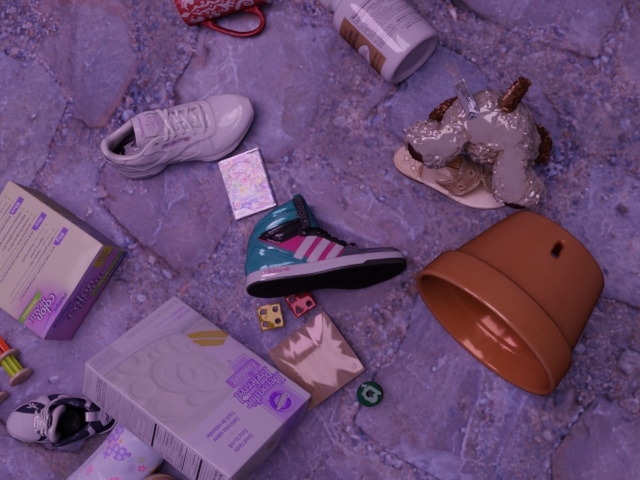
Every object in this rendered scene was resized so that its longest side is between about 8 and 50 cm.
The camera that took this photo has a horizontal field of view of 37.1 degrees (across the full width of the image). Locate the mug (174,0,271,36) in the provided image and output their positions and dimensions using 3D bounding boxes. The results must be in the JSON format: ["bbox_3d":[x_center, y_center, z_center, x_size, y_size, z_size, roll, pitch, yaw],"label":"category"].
[{"bbox_3d":[-0.190,-0.470,1.854,0.169,0.113,0.150,-16,78,13],"label":"mug"}]

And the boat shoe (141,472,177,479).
[{"bbox_3d":[-0.266,0.594,1.719,0.122,0.110,0.341,-7,87,-25],"label":"boat shoe"}]

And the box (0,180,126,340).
[{"bbox_3d":[-0.546,0.041,1.861,0.243,0.117,0.213,32,90,14],"label":"box"}]

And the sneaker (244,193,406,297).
[{"bbox_3d":[0.000,0.000,1.755,0.296,0.123,0.178,-6,64,-10],"label":"sneaker"}]

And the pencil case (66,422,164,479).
[{"bbox_3d":[-0.359,0.398,1.778,0.124,0.113,0.273,36,93,-13],"label":"pencil case"}]

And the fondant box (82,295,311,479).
[{"bbox_3d":[-0.219,0.273,1.696,0.330,0.238,0.096,34,134,16],"label":"fondant box"}]

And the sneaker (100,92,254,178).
[{"bbox_3d":[-0.272,-0.201,1.816,0.305,0.152,0.114,-22,77,7],"label":"sneaker"}]

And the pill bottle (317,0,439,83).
[{"bbox_3d":[0.098,-0.412,1.774,0.131,0.131,0.229,-43,77,4],"label":"pill bottle"}]

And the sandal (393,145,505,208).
[{"bbox_3d":[0.244,-0.120,1.734,0.240,0.079,0.088,19,87,13],"label":"sandal"}]

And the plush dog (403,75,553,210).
[{"bbox_3d":[0.300,-0.199,1.660,0.263,0.225,0.210,26,108,4],"label":"plush dog"}]

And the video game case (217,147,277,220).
[{"bbox_3d":[-0.142,-0.109,1.849,0.087,0.011,0.122,-20,80,9],"label":"video game case"}]

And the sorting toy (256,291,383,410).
[{"bbox_3d":[-0.009,0.214,1.764,0.132,0.046,0.274,-37,78,5],"label":"sorting toy"}]

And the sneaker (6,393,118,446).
[{"bbox_3d":[-0.507,0.338,1.798,0.235,0.153,0.094,-1,82,12],"label":"sneaker"}]

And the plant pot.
[{"bbox_3d":[0.336,0.089,1.604,0.291,0.291,0.203,42,77,13],"label":"plant pot"}]

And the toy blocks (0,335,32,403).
[{"bbox_3d":[-0.658,0.240,1.893,0.123,0.054,0.148,-44,77,5],"label":"toy blocks"}]
